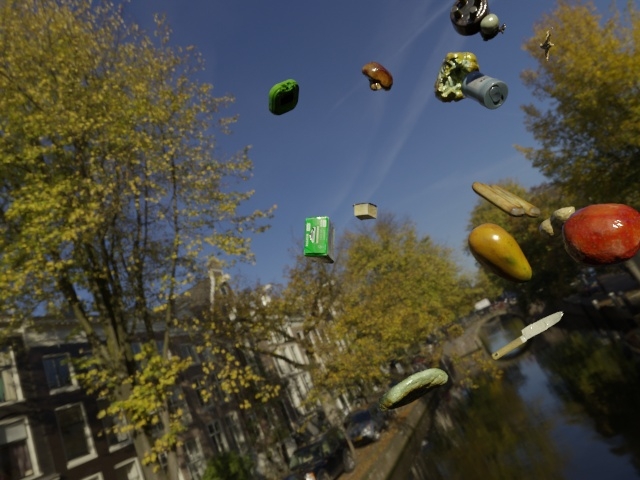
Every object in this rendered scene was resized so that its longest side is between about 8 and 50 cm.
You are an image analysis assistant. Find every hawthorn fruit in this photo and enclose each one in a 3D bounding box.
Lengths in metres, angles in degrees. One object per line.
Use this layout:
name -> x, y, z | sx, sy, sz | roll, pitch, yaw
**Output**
hawthorn fruit -> 0.875, -0.021, 1.299 | 0.253, 0.205, 0.205 | -14, -5, 43

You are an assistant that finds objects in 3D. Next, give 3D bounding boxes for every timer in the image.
timer -> -0.143, -0.562, 1.696 | 0.140, 0.047, 0.128 | -34, -27, -30

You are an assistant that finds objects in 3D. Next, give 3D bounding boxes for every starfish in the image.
starfish -> 0.645, -0.555, 1.226 | 0.016, 0.086, 0.092 | 4, 18, 4

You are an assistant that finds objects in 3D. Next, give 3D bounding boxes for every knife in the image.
knife -> 0.739, 0.337, 1.546 | 0.298, 0.047, 0.017 | -41, -58, 21

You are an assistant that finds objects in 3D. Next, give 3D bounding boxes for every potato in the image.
potato -> 0.194, -0.127, 1.878 | 0.086, 0.061, 0.122 | -8, -9, 25

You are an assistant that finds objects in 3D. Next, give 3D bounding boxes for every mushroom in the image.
mushroom -> 0.200, -0.582, 1.538 | 0.087, 0.127, 0.127 | -49, -24, 18

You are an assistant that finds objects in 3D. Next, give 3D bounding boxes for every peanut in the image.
peanut -> 0.875, -0.065, 1.589 | 0.082, 0.082, 0.187 | -19, -25, -21

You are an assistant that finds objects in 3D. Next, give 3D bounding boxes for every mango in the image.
mango -> 0.408, 0.032, 0.988 | 0.089, 0.163, 0.111 | -41, 16, -4

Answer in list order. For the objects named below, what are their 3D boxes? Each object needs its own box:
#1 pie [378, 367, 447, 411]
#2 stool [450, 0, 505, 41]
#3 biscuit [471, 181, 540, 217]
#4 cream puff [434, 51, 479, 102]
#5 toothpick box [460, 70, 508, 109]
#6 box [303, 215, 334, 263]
pie -> 0.292, 0.479, 1.379 | 0.240, 0.054, 0.240 | -19, -32, -12
stool -> 0.525, -0.760, 1.459 | 0.125, 0.217, 0.121 | -46, -23, 11
biscuit -> 0.898, -0.195, 2.096 | 0.236, 0.291, 0.062 | 0, -55, -36
cream puff -> 0.595, -0.700, 1.864 | 0.194, 0.195, 0.221 | -12, -45, -37
toothpick box -> 0.600, -0.553, 1.581 | 0.101, 0.153, 0.101 | -10, -53, -13
box -> 0.000, 0.000, 1.854 | 0.103, 0.180, 0.250 | 0, -10, 11
